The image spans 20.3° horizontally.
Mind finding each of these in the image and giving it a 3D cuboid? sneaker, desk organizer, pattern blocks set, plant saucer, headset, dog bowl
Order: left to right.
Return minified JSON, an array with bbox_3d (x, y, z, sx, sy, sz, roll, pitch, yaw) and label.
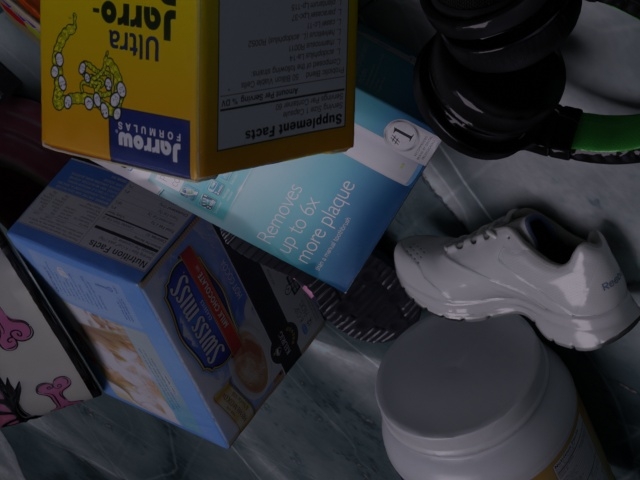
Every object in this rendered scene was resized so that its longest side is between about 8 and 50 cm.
[{"bbox_3d":[-0.460,-0.230,2.338,0.130,0.047,0.050,43,156,-12],"label":"desk organizer"},{"bbox_3d":[-0.454,0.068,2.340,0.408,0.150,0.408,56,172,13],"label":"dog bowl"},{"bbox_3d":[-0.359,-0.056,2.457,0.332,0.084,0.332,29,152,17],"label":"plant saucer"},{"bbox_3d":[-0.300,-0.231,2.076,0.325,0.026,0.285,40,172,3],"label":"pattern blocks set"},{"bbox_3d":[0.000,0.000,2.101,0.319,0.112,0.131,41,-160,-35],"label":"sneaker"},{"bbox_3d":[0.156,-0.199,1.553,0.394,0.185,0.243,15,150,10],"label":"headset"},{"bbox_3d":[0.200,0.020,1.879,0.297,0.111,0.129,9,127,38],"label":"sneaker"}]

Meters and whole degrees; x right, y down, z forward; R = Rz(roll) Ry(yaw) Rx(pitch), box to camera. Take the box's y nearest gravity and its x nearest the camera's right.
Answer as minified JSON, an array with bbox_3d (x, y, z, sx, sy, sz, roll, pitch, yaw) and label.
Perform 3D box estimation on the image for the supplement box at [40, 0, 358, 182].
[{"bbox_3d":[-0.100,-0.247,1.482,0.195,0.194,0.356,14,108,39],"label":"supplement box"}]

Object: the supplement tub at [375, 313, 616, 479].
[{"bbox_3d":[0.205,0.245,2.072,0.228,0.228,0.316,15,147,39],"label":"supplement tub"}]

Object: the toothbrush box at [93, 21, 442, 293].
[{"bbox_3d":[-0.046,-0.121,1.742,0.295,0.126,0.216,29,123,-5],"label":"toothbrush box"}]

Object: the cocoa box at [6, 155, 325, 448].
[{"bbox_3d":[-0.187,0.051,2.244,0.231,0.228,0.347,19,149,33],"label":"cocoa box"}]
